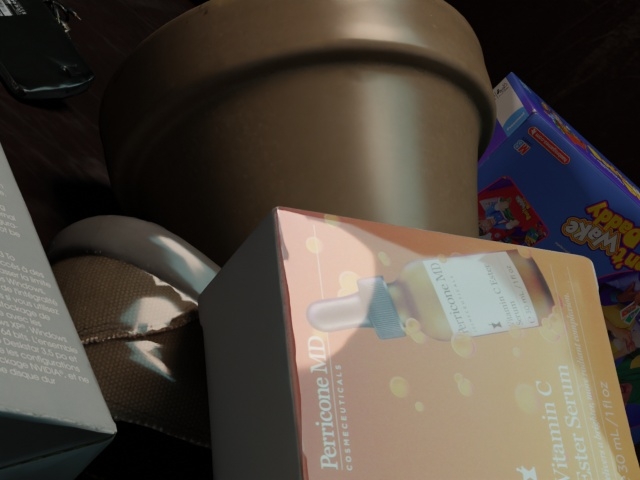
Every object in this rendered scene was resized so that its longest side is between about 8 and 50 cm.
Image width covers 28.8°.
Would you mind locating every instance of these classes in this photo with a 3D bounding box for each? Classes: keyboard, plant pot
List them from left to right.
[{"bbox_3d":[-0.237,-0.169,0.940,0.100,0.038,0.192,-14,60,-43],"label":"keyboard"},{"bbox_3d":[0.000,0.000,0.795,0.263,0.263,0.229,24,46,-49],"label":"plant pot"}]

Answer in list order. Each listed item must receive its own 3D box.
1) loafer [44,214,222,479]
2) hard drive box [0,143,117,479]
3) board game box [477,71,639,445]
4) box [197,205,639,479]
[{"bbox_3d":[-0.012,0.144,0.633,0.366,0.134,0.130,35,47,-8],"label":"loafer"},{"bbox_3d":[-0.183,0.019,0.384,0.089,0.181,0.232,23,27,-48],"label":"hard drive box"},{"bbox_3d":[0.208,0.047,1.118,0.347,0.233,0.078,37,20,-27],"label":"board game box"},{"bbox_3d":[0.042,0.071,0.561,0.170,0.091,0.130,8,58,-26],"label":"box"}]
